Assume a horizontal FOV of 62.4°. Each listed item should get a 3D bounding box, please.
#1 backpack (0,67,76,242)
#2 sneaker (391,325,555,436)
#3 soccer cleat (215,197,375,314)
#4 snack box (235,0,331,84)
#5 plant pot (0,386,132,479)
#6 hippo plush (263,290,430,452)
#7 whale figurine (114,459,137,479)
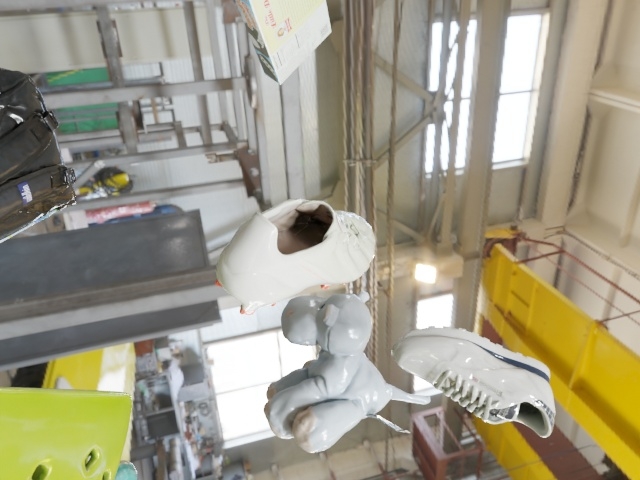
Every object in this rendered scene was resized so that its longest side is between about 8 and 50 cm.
[{"bbox_3d":[-0.633,-0.095,0.870,0.356,0.273,0.290,-64,161,-44],"label":"backpack"},{"bbox_3d":[0.211,0.192,0.725,0.090,0.235,0.095,107,-2,-46],"label":"sneaker"},{"bbox_3d":[0.000,0.000,0.412,0.068,0.196,0.076,42,-61,17],"label":"soccer cleat"},{"bbox_3d":[-0.076,-0.497,1.116,0.060,0.187,0.322,39,-9,18],"label":"snack box"},{"bbox_3d":[-0.312,0.217,0.398,0.228,0.227,0.207,36,52,-60],"label":"plant pot"},{"bbox_3d":[0.014,0.222,0.963,0.294,0.234,0.237,2,-74,31],"label":"hippo plush"},{"bbox_3d":[-0.247,0.380,0.591,0.141,0.216,0.272,36,-54,43],"label":"whale figurine"}]
